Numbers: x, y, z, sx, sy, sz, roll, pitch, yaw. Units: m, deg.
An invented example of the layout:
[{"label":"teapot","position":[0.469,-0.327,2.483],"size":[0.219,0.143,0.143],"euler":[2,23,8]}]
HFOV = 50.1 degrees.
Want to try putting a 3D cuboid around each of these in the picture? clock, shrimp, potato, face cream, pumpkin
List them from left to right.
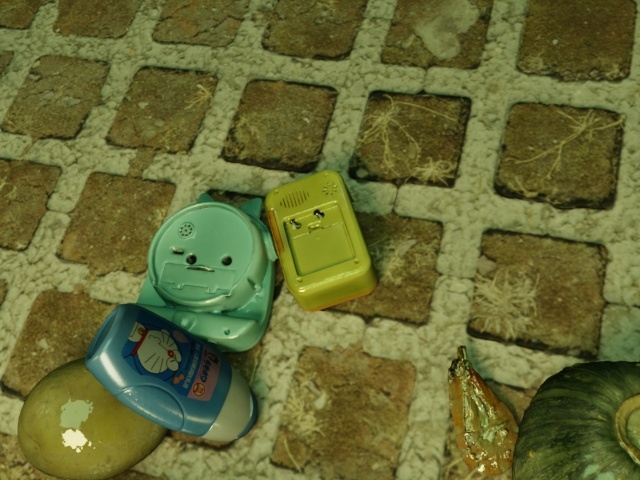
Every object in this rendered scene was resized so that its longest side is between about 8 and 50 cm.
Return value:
[{"label":"potato","position":[-0.328,0.259,1.021],"size":[0.235,0.160,0.178],"euler":[-27,99,-16]},{"label":"face cream","position":[-0.201,0.201,0.984],"size":[0.083,0.264,0.149],"euler":[-36,28,37]},{"label":"clock","position":[-0.184,0.038,1.124],"size":[0.224,0.094,0.274],"euler":[4,67,13]},{"label":"clock","position":[0.000,0.000,1.100],"size":[0.143,0.096,0.202],"euler":[-20,62,5]},{"label":"shrimp","position":[0.223,0.239,0.973],"size":[0.091,0.043,0.184],"euler":[-17,69,-4]},{"label":"pumpkin","position":[0.392,0.290,0.787],"size":[0.328,0.257,0.291],"euler":[10,55,24]}]
